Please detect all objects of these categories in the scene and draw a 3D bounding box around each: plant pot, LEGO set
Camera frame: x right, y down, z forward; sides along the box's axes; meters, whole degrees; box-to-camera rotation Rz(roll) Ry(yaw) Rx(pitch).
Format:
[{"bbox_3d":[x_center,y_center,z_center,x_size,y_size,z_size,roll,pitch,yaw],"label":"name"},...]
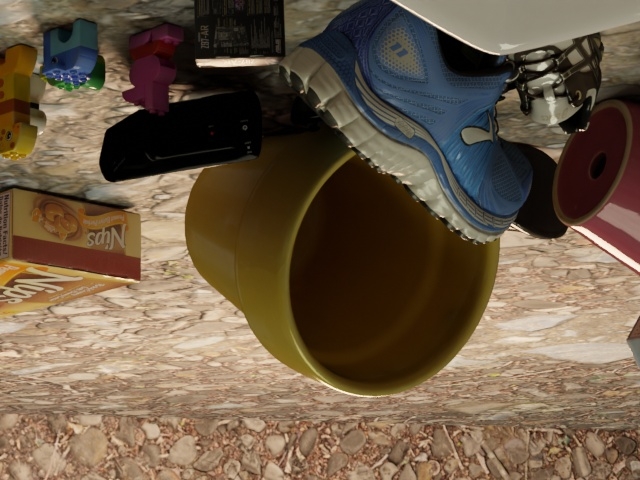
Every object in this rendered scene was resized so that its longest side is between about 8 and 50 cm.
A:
[{"bbox_3d":[0.332,-0.046,1.733,0.180,0.201,0.201,21,159,-21],"label":"plant pot"},{"bbox_3d":[-0.223,-0.115,1.512,0.227,0.093,0.087,-14,163,40],"label":"LEGO set"},{"bbox_3d":[0.000,0.000,1.716,0.254,0.254,0.239,8,-175,-37],"label":"plant pot"}]

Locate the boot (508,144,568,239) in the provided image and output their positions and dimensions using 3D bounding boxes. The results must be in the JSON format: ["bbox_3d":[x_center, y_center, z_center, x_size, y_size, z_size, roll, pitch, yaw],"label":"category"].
[{"bbox_3d":[0.110,-0.048,1.912,0.263,0.091,0.229,13,165,-37],"label":"boot"}]

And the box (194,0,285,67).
[{"bbox_3d":[-0.060,-0.170,1.327,0.067,0.083,0.018,-3,165,-1],"label":"box"}]

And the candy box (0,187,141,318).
[{"bbox_3d":[-0.376,0.024,2.091,0.316,0.088,0.183,-15,161,42],"label":"candy box"}]

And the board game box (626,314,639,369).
[{"bbox_3d":[0.509,0.015,1.835,0.318,0.066,0.318,-11,-154,37],"label":"board game box"}]

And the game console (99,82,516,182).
[{"bbox_3d":[-0.006,-0.108,1.546,0.361,0.044,0.213,-10,-169,1],"label":"game console"}]

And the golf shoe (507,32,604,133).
[{"bbox_3d":[0.186,-0.145,1.456,0.077,0.094,0.198,-8,164,27],"label":"golf shoe"}]

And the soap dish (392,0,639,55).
[{"bbox_3d":[0.160,-0.217,1.050,0.290,0.118,0.229,-14,159,35],"label":"soap dish"}]

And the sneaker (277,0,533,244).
[{"bbox_3d":[0.105,-0.104,1.391,0.147,0.130,0.330,-45,152,7],"label":"sneaker"}]
